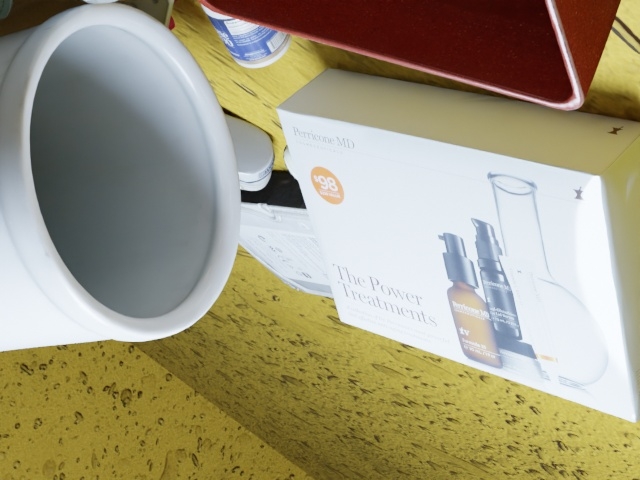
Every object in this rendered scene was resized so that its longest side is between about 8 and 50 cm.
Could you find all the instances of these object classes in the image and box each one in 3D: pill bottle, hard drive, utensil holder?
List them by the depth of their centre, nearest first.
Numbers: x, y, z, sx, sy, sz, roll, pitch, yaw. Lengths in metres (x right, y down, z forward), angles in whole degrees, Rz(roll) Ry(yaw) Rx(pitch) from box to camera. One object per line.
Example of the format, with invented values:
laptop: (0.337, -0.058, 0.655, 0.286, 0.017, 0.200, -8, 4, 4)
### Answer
pill bottle: (-0.077, -0.227, 1.240, 0.067, 0.067, 0.120, 21, 159, 31)
utensil holder: (-0.330, -0.039, 1.319, 0.385, 0.328, 0.327, -10, 140, 31)
hard drive: (0.000, 0.000, 1.726, 0.339, 0.064, 0.237, 7, 150, 51)

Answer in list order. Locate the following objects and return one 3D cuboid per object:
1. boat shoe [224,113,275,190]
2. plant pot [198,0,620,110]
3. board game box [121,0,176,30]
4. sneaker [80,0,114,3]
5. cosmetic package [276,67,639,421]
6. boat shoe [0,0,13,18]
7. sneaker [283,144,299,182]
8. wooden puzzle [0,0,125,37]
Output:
boat shoe: (-0.180, -0.140, 1.619, 0.267, 0.096, 0.088, 22, 157, 5)
plant pot: (0.045, -0.264, 0.660, 0.267, 0.236, 0.267, 20, 159, 31)
board game box: (-0.357, -0.207, 1.481, 0.390, 0.050, 0.390, 28, 129, 13)
sneaker: (-0.170, -0.309, 1.063, 0.126, 0.127, 0.321, 19, 160, -18)
cosmetic package: (0.151, -0.005, 1.261, 0.377, 0.097, 0.284, 16, 133, 40)
boat shoe: (-0.306, -0.294, 1.137, 0.081, 0.069, 0.228, 16, 148, 11)
sneaker: (0.036, -0.077, 1.494, 0.161, 0.057, 0.075, 36, 145, -6)
wooden puzzle: (-0.342, -0.341, 1.221, 0.322, 0.080, 0.348, -18, 135, 39)
